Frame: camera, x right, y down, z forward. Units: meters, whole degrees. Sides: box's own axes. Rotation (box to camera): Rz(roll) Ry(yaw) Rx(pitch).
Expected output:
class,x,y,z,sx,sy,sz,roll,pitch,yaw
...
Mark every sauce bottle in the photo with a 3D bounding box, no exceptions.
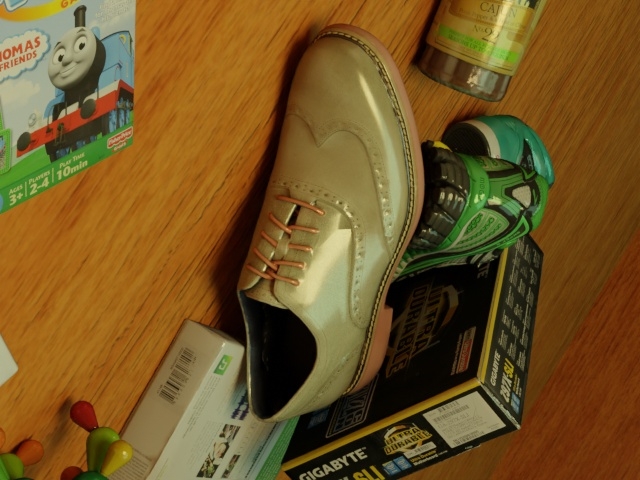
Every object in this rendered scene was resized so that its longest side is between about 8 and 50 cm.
class,x,y,z,sx,sy,sz,roll,pitch,yaw
sauce bottle,0.211,-0.324,1.168,0.111,0.111,0.344,-13,126,-59

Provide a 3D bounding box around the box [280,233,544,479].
class,x,y,z,sx,sy,sz,roll,pitch,yaw
box,0.110,0.127,1.208,0.257,0.079,0.322,-32,-162,31

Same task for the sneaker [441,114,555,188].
class,x,y,z,sx,sy,sz,roll,pitch,yaw
sneaker,0.228,-0.050,1.497,0.178,0.124,0.296,-25,137,-39

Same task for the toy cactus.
class,x,y,z,sx,sy,sz,roll,pitch,yaw
toy cactus,-0.207,0.213,0.844,0.112,0.180,0.219,-47,169,22

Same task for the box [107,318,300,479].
class,x,y,z,sx,sy,sz,roll,pitch,yaw
box,-0.113,0.219,1.190,0.232,0.058,0.322,-60,155,-2

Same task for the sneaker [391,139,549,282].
class,x,y,z,sx,sy,sz,roll,pitch,yaw
sneaker,0.137,-0.011,1.195,0.343,0.146,0.134,154,-55,-76

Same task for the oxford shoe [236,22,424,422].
class,x,y,z,sx,sy,sz,roll,pitch,yaw
oxford shoe,0.000,0.000,1.027,0.146,0.140,0.397,-28,128,-48

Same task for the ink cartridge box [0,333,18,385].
class,x,y,z,sx,sy,sz,roll,pitch,yaw
ink cartridge box,-0.309,0.087,0.668,0.224,0.045,0.223,-46,152,-28

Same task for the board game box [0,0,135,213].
class,x,y,z,sx,sy,sz,roll,pitch,yaw
board game box,-0.184,-0.125,0.690,0.160,0.039,0.212,-36,145,-42
